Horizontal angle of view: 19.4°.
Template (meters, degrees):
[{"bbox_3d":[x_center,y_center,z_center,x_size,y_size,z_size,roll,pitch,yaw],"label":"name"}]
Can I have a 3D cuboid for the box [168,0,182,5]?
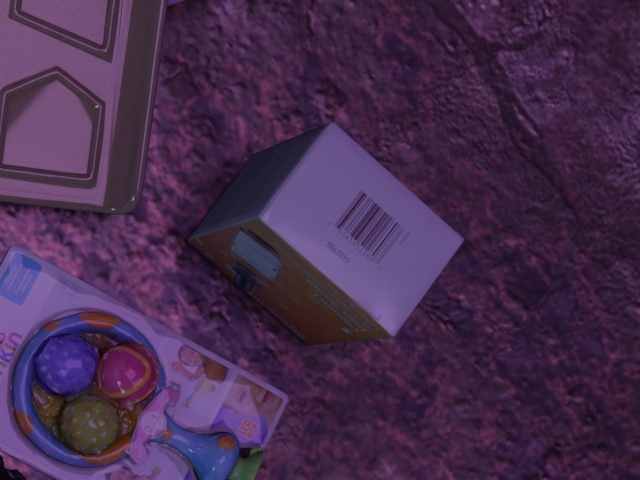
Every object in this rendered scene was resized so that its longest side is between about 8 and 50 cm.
[{"bbox_3d":[-0.119,-0.248,1.387,0.186,0.038,0.145,-20,105,-22],"label":"box"}]

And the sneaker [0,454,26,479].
[{"bbox_3d":[-0.324,0.179,1.269,0.283,0.110,0.122,18,97,-15],"label":"sneaker"}]

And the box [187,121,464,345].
[{"bbox_3d":[0.000,0.000,1.350,0.130,0.170,0.091,41,72,-12],"label":"box"}]

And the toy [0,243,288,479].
[{"bbox_3d":[-0.145,0.116,1.349,0.237,0.056,0.137,31,74,-15],"label":"toy"}]

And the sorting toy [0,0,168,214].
[{"bbox_3d":[-0.223,-0.182,1.326,0.229,0.041,0.307,7,95,-11],"label":"sorting toy"}]
